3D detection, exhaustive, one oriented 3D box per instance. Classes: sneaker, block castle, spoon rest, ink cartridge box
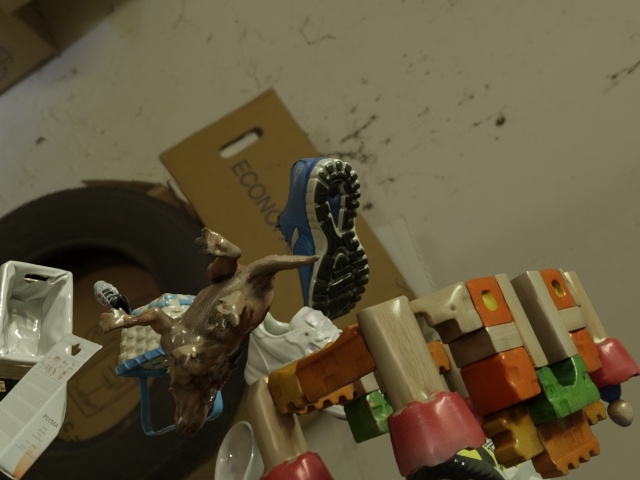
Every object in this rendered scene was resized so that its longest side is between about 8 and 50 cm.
[{"bbox_3d":[0.273,0.410,1.203,0.384,0.145,0.147,27,28,-39],"label":"sneaker"},{"bbox_3d":[0.012,0.192,1.061,0.114,0.305,0.152,-23,119,-65],"label":"sneaker"},{"bbox_3d":[0.000,0.000,1.234,0.147,0.130,0.330,28,-55,52],"label":"sneaker"},{"bbox_3d":[-0.348,0.098,1.128,0.098,0.038,0.069,47,-29,8],"label":"sneaker"},{"bbox_3d":[0.166,0.197,0.808,0.453,0.303,0.213,-2,63,-45],"label":"block castle"},{"bbox_3d":[-0.139,0.439,1.139,0.084,0.137,0.276,21,35,-32],"label":"spoon rest"},{"bbox_3d":[-0.360,0.208,0.869,0.145,0.179,0.045,1,-47,52],"label":"ink cartridge box"}]

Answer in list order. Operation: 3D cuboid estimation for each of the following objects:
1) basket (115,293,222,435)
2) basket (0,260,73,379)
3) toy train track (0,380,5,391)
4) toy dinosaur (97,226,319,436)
[{"bbox_3d":[-0.329,0.278,1.508,0.201,0.255,0.289,17,58,-50],"label":"basket"},{"bbox_3d":[-0.472,0.134,1.072,0.113,0.103,0.167,15,53,-38],"label":"basket"},{"bbox_3d":[-0.318,0.119,0.624,0.014,0.048,0.083,-16,103,-58],"label":"toy train track"},{"bbox_3d":[-0.117,0.096,0.812,0.127,0.295,0.200,51,8,25],"label":"toy dinosaur"}]
